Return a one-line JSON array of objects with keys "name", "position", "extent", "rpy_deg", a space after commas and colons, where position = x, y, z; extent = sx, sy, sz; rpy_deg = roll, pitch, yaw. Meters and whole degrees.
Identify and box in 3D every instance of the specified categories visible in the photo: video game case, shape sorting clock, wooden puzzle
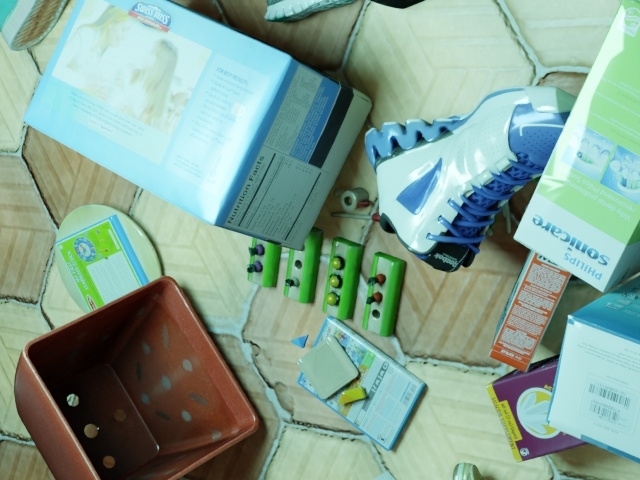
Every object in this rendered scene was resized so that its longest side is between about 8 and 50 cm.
[{"name": "video game case", "position": [0.054, 0.196, 1.717], "extent": [0.166, 0.015, 0.119], "rpy_deg": [35, 120, 20]}, {"name": "shape sorting clock", "position": [-0.331, 0.041, 1.951], "extent": [0.206, 0.040, 0.206], "rpy_deg": [9, 112, 24]}, {"name": "wooden puzzle", "position": [0.011, 0.176, 1.722], "extent": [0.078, 0.014, 0.116], "rpy_deg": [-31, 86, 31]}]

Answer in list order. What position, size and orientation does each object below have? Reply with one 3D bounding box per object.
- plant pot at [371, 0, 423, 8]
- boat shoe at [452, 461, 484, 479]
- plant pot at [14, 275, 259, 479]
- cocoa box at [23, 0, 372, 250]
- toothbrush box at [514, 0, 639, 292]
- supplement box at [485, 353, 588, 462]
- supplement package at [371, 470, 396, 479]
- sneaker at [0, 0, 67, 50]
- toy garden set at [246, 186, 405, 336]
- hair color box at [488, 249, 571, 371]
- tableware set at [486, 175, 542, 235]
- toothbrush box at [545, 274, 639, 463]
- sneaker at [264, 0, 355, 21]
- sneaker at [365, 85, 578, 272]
[{"name": "plant pot", "position": [0.097, -0.382, 1.457], "extent": [0.188, 0.167, 0.187], "rpy_deg": [-15, 93, 37]}, {"name": "boat shoe", "position": [0.226, 0.371, 1.617], "extent": [0.072, 0.068, 0.190], "rpy_deg": [-12, 105, 25]}, {"name": "plant pot", "position": [-0.301, 0.252, 1.856], "extent": [0.267, 0.267, 0.236], "rpy_deg": [59, 143, 5]}, {"name": "cocoa box", "position": [-0.160, -0.168, 1.622], "extent": [0.347, 0.228, 0.231], "rpy_deg": [28, 95, 28]}, {"name": "toothbrush box", "position": [0.347, -0.110, 1.313], "extent": [0.122, 0.206, 0.283], "rpy_deg": [32, 119, 26]}, {"name": "supplement box", "position": [0.308, 0.186, 1.493], "extent": [0.188, 0.081, 0.104], "rpy_deg": [-25, 86, 37]}, {"name": "supplement package", "position": [0.056, 0.425, 1.721], "extent": [0.105, 0.105, 0.179], "rpy_deg": [46, 124, 20]}, {"name": "sneaker", "position": [-0.419, -0.421, 1.862], "extent": [0.121, 0.108, 0.302], "rpy_deg": [53, 127, 9]}, {"name": "toy garden set", "position": [0.000, 0.000, 1.694], "extent": [0.244, 0.049, 0.204], "rpy_deg": [20, 113, 31]}, {"name": "hair color box", "position": [0.257, 0.060, 1.487], "extent": [0.053, 0.093, 0.167], "rpy_deg": [23, 115, 6]}, {"name": "tableware set", "position": [0.221, -0.058, 1.534], "extent": [0.154, 0.024, 0.104], "rpy_deg": [0, 101, 37]}, {"name": "toothbrush box", "position": [0.398, 0.130, 1.280], "extent": [0.216, 0.295, 0.126], "rpy_deg": [20, 114, 30]}, {"name": "sneaker", "position": [-0.011, -0.334, 1.615], "extent": [0.166, 0.065, 0.076], "rpy_deg": [-9, 91, 35]}, {"name": "sneaker", "position": [0.183, -0.060, 1.467], "extent": [0.315, 0.127, 0.182], "rpy_deg": [-13, 70, 44]}]
